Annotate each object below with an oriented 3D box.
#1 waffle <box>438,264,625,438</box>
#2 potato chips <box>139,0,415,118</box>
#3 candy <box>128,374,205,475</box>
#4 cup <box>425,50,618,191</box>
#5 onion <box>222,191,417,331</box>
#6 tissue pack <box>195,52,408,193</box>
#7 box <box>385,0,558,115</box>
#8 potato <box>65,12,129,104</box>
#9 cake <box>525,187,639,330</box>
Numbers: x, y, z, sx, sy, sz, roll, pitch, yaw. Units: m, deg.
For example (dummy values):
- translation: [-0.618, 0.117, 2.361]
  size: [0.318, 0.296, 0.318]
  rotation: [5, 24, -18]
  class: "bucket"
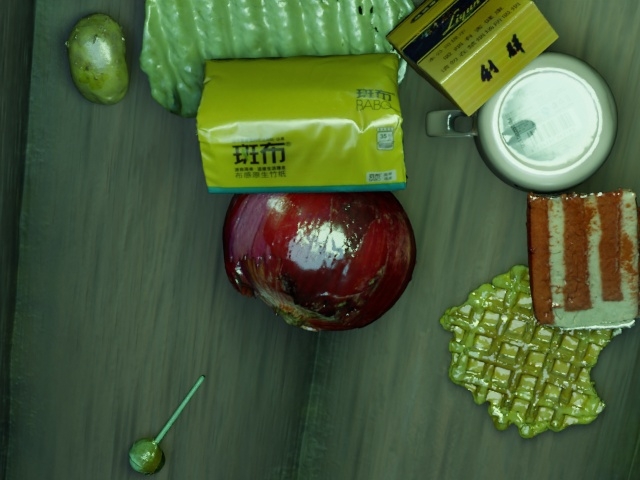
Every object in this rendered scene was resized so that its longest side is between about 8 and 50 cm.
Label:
- translation: [0.319, 0.161, 2.018]
  size: [0.291, 0.051, 0.291]
  rotation: [4, 109, 12]
  class: "waffle"
- translation: [-0.051, -0.328, 1.909]
  size: [0.373, 0.097, 0.389]
  rotation: [11, 110, -8]
  class: "potato chips"
- translation: [-0.240, 0.294, 2.219]
  size: [0.061, 0.061, 0.202]
  rotation: [36, 105, 0]
  class: "candy"
- translation: [0.262, -0.154, 1.811]
  size: [0.252, 0.200, 0.192]
  rotation: [2, 94, 8]
  class: "cup"
- translation: [0.000, 0.000, 1.928]
  size: [0.276, 0.276, 0.276]
  rotation: [5, 110, 13]
  class: "onion"
- translation: [-0.022, -0.160, 1.834]
  size: [0.270, 0.192, 0.134]
  rotation: [-2, 124, 1]
  class: "tissue pack"
- translation: [0.189, -0.262, 1.781]
  size: [0.152, 0.237, 0.070]
  rotation: [-42, 118, 5]
  class: "box"
- translation: [-0.325, -0.263, 2.024]
  size: [0.091, 0.070, 0.138]
  rotation: [1, 110, 15]
  class: "potato"
- translation: [0.356, -0.022, 1.853]
  size: [0.158, 0.160, 0.262]
  rotation: [-2, 137, 10]
  class: "cake"
